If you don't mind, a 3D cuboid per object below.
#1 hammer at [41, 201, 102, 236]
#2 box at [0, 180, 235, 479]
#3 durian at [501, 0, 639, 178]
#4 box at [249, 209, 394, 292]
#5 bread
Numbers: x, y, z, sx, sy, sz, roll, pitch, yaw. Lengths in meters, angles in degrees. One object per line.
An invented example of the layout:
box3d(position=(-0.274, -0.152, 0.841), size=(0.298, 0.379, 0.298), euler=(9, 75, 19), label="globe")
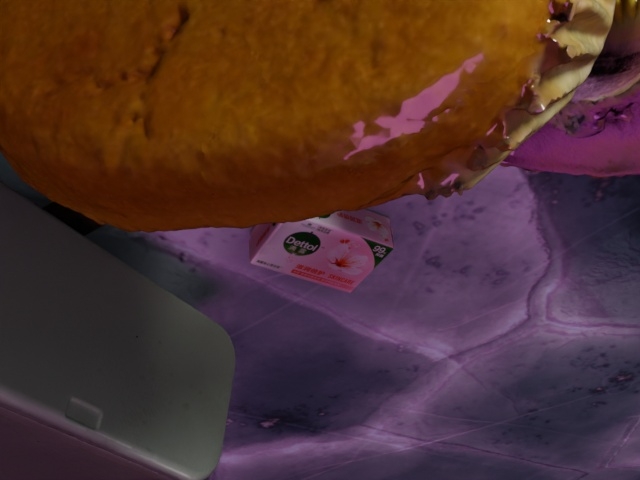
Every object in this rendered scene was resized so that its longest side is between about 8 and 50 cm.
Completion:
box3d(position=(-0.110, -0.088, 0.667), size=(0.440, 0.044, 0.168), euler=(-25, 134, 23), label="hammer")
box3d(position=(-0.328, 0.127, 0.765), size=(0.344, 0.177, 0.352), euler=(-16, 141, 32), label="box")
box3d(position=(0.209, -0.113, 0.557), size=(0.191, 0.112, 0.341), euler=(3, 174, -21), label="durian")
box3d(position=(0.000, 0.000, 0.778), size=(0.125, 0.043, 0.089), euler=(17, 135, -24), label="box")
box3d(position=(-0.027, -0.121, 0.450), size=(0.389, 0.236, 0.183), euler=(-13, 179, 27), label="bread")
